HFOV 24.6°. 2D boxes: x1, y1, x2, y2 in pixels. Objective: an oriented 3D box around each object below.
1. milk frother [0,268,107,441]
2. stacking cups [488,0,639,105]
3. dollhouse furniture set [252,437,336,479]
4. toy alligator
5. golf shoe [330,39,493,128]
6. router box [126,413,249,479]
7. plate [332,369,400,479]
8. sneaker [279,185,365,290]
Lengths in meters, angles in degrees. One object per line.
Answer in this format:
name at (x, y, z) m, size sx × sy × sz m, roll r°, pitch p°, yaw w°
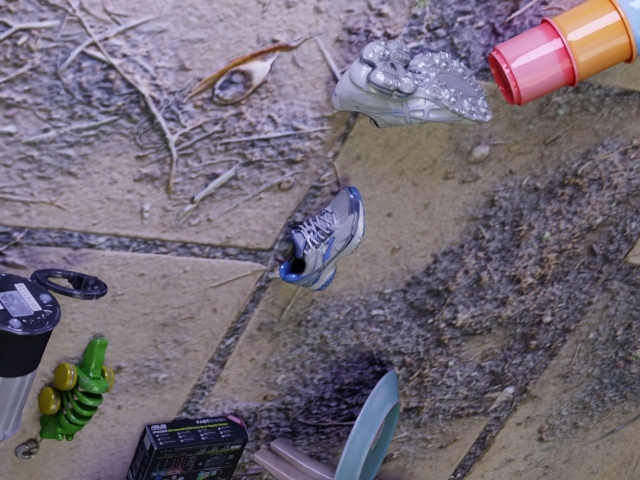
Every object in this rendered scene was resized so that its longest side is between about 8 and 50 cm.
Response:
milk frother at (-0.275, 0.096, 1.356) m, size 0.143 × 0.129 × 0.135 m, roll 6°, pitch 125°, yaw -30°
stacking cups at (0.318, -0.224, 1.428) m, size 0.316 × 0.096 × 0.096 m, roll -26°, pitch 142°, yaw -6°
dollhouse furniture set at (-0.116, 0.361, 1.668) m, size 0.262 × 0.135 × 0.259 m, roll -61°, pitch 170°, yaw 9°
toy alligator at (-0.262, 0.181, 1.519) m, size 0.056 × 0.051 × 0.190 m, roll 11°, pitch 126°, yaw -40°
golf shoe at (0.086, -0.139, 1.408) m, size 0.176 × 0.069 × 0.086 m, roll 14°, pitch 144°, yaw -39°
router box at (-0.152, 0.247, 1.675) m, size 0.122 × 0.038 × 0.092 m, roll -2°, pitch 133°, yaw -31°
plate at (0.059, 0.243, 1.730) m, size 0.188 × 0.024 × 0.188 m, roll -58°, pitch 163°, yaw -30°
sneaker at (0.000, 0.000, 1.497) m, size 0.058 × 0.052 × 0.135 m, roll 5°, pitch 129°, yaw -32°
